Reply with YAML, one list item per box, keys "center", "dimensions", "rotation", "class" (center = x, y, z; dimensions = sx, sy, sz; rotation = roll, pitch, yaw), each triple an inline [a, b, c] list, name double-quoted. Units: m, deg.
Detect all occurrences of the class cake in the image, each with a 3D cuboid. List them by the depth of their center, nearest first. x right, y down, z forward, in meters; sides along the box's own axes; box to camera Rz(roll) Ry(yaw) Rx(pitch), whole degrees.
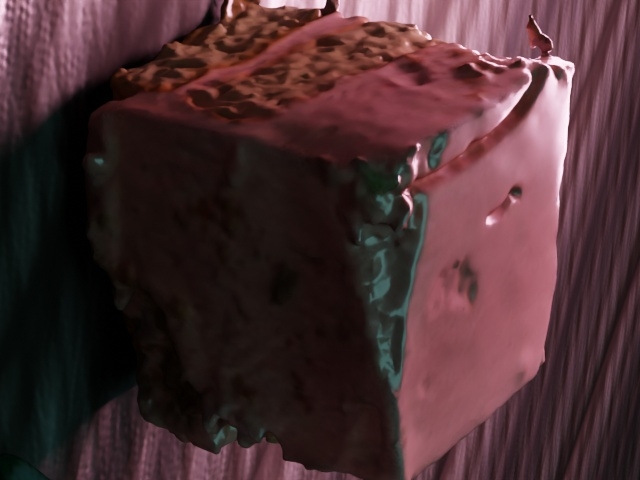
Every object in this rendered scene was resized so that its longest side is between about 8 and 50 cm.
- center: [0.000, 0.000, 1.324]
  dimensions: [0.293, 0.307, 0.314]
  rotation: [-38, 134, -48]
  class: "cake"

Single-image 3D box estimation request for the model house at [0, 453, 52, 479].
- center: [-0.235, 0.335, 1.206]
  dimensions: [0.249, 0.230, 0.280]
  rotation: [-32, 144, 5]
  class: "model house"
